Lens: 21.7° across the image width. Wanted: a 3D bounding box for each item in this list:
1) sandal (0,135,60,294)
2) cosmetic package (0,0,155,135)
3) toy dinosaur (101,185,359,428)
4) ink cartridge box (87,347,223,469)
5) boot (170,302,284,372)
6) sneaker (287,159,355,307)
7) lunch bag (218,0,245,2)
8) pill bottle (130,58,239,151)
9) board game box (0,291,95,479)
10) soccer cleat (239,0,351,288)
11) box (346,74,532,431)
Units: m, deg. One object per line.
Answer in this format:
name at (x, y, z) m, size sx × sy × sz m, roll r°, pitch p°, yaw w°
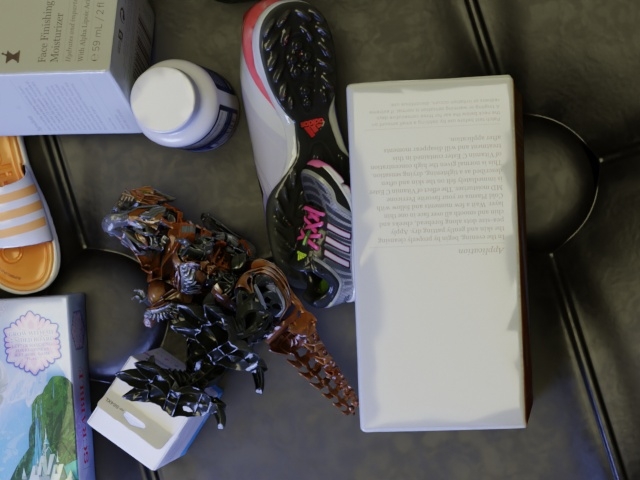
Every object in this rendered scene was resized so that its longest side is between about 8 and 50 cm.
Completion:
sandal at (-0.373, -0.065, 1.878) m, size 0.102 × 0.076 × 0.265 m, roll -17°, pitch 88°, yaw 9°
cosmetic package at (-0.289, -0.211, 1.806) m, size 0.184 × 0.151 × 0.151 m, roll -1°, pitch 68°, yaw 9°
toy dinosaur at (-0.092, 0.069, 1.752) m, size 0.322 × 0.218 × 0.164 m, roll 21°, pitch 127°, yaw 7°
ink cartridge box at (-0.179, 0.182, 1.814) m, size 0.092 × 0.143 × 0.090 m, roll 34°, pitch 95°, yaw 7°
boot at (-0.108, 0.078, 1.853) m, size 0.099 × 0.045 × 0.121 m, roll -44°, pitch 86°, yaw 6°
sneaker at (0.000, 0.000, 1.757) m, size 0.075 × 0.063 × 0.170 m, roll -26°, pitch 120°, yaw -28°
lunch bag at (-0.087, -0.416, 1.739) m, size 0.213 × 0.256 × 0.305 m, roll -11°, pitch 88°, yaw 9°
pill bottle at (-0.148, -0.145, 1.794) m, size 0.094 × 0.169 × 0.094 m, roll 0°, pitch 90°, yaw 9°
board game box at (-0.417, 0.226, 1.892) m, size 0.319 × 0.066 × 0.318 m, roll -4°, pitch 90°, yaw 9°
soccer cleat at (-0.030, -0.107, 1.822) m, size 0.109 × 0.116 × 0.318 m, roll -13°, pitch 106°, yaw -19°
box at (0.128, 0.013, 1.727) m, size 0.168 × 0.215 × 0.345 m, roll -2°, pitch 91°, yaw 9°
